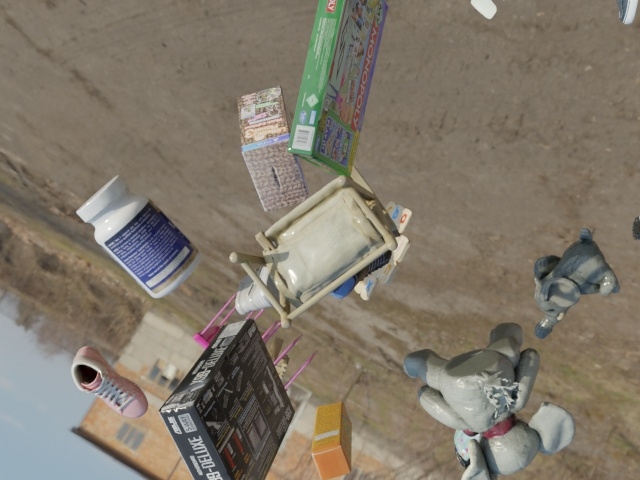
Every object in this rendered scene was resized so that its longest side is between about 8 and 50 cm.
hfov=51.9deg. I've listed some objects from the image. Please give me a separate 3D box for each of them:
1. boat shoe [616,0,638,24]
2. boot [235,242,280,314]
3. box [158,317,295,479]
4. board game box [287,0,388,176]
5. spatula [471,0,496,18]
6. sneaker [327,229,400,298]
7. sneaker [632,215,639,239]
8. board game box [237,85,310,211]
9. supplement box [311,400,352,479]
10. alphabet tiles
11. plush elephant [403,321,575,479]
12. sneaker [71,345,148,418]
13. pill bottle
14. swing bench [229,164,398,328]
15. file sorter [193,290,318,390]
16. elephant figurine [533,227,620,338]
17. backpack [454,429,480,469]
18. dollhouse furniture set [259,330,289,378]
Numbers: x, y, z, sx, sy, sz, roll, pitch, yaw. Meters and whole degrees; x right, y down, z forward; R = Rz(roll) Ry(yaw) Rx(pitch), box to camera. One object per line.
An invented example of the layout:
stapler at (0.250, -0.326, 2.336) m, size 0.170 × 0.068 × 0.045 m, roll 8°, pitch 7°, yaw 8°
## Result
boat shoe at (0.595, -0.530, 1.329) m, size 0.083 × 0.183 × 0.065 m, roll 1°, pitch -169°, yaw 15°
boot at (-0.136, 0.072, 1.627) m, size 0.123 × 0.258 × 0.095 m, roll -22°, pitch 119°, yaw 30°
box at (-0.162, 0.328, 1.260) m, size 0.076 × 0.307 × 0.242 m, roll -16°, pitch 108°, yaw 20°
board game box at (0.035, -0.279, 1.094) m, size 0.046 × 0.317 × 0.213 m, roll 12°, pitch -179°, yaw 20°
spatula at (0.443, -0.765, 1.857) m, size 0.242 × 0.019 × 0.168 m, roll 51°, pitch 149°, yaw 10°
sneaker at (0.103, 0.043, 1.445) m, size 0.090 × 0.232 × 0.081 m, roll 43°, pitch 156°, yaw -25°
sneaker at (1.057, -0.065, 2.061) m, size 0.086 × 0.085 × 0.237 m, roll 5°, pitch 153°, yaw -5°
board game box at (-0.141, -0.276, 1.962) m, size 0.141 × 0.291 × 0.232 m, roll -15°, pitch 134°, yaw 3°
supplement box at (0.030, 0.481, 1.603) m, size 0.233 × 0.080 × 0.078 m, roll -85°, pitch -24°, yaw -77°
alphabet tiles at (0.171, 0.028, 1.874) m, size 0.021 × 0.278 × 0.284 m, roll 24°, pitch -174°, yaw -19°
plush elephant at (0.354, 0.354, 1.346) m, size 0.330 × 0.272 × 0.255 m, roll -109°, pitch 0°, yaw -79°
sneaker at (-0.305, 0.213, 0.943) m, size 0.134 × 0.051 × 0.070 m, roll 49°, pitch 179°, yaw -9°
pill bottle at (-0.408, -0.010, 1.484) m, size 0.265 × 0.153 × 0.153 m, roll 49°, pitch 159°, yaw -19°
swing bench at (0.000, 0.000, 1.238) m, size 0.165 × 0.253 × 0.255 m, roll 53°, pitch -169°, yaw -4°
file sorter at (-0.170, 0.293, 1.864) m, size 0.290 × 0.182 × 0.202 m, roll 41°, pitch -177°, yaw 5°
elephant figurine at (0.599, 0.114, 1.634) m, size 0.169 × 0.239 × 0.186 m, roll 20°, pitch -137°, yaw -65°
backpack at (0.471, 0.569, 1.941) m, size 0.115 × 0.152 × 0.182 m, roll 40°, pitch 132°, yaw 35°
dollhouse furniture set at (-0.180, 0.398, 2.106) m, size 0.144 × 0.123 × 0.151 m, roll 19°, pitch 125°, yaw 0°
